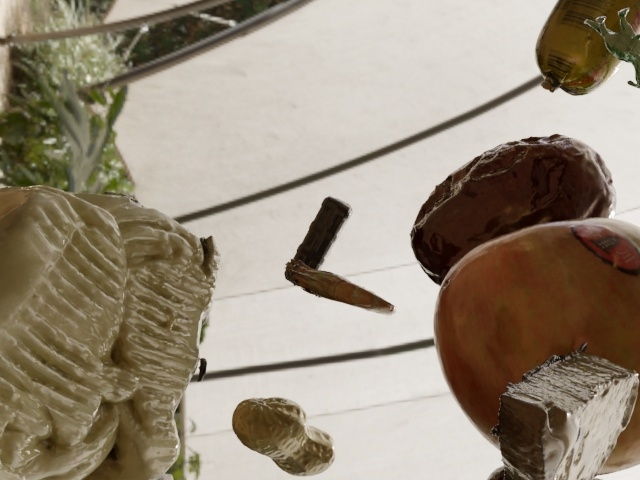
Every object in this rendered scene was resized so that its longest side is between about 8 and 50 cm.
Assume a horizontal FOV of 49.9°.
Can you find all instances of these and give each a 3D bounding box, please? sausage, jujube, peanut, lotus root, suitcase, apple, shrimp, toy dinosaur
[{"bbox_3d":[0.405,-0.347,0.939,0.347,0.123,0.123,-59,-162,1],"label":"sausage"},{"bbox_3d":[0.359,-0.046,1.310,0.377,0.276,0.276,-33,-127,35],"label":"jujube"},{"bbox_3d":[-0.063,0.390,1.378,0.125,0.274,0.111,-49,-142,-4],"label":"peanut"},{"bbox_3d":[0.246,0.197,0.704,0.074,0.261,0.170,23,-68,36],"label":"lotus root"},{"bbox_3d":[0.000,0.000,1.540,0.206,0.066,0.285,-61,178,4],"label":"suitcase"},{"bbox_3d":[0.374,0.159,1.014,0.391,0.392,0.346,122,-41,-64],"label":"apple"},{"bbox_3d":[0.035,0.088,1.265,0.133,0.236,0.053,14,94,-61],"label":"shrimp"},{"bbox_3d":[0.240,-0.152,0.549,0.083,0.021,0.062,-93,158,-74],"label":"toy dinosaur"}]

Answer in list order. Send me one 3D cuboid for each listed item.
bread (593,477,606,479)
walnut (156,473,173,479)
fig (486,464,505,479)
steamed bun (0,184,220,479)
[{"bbox_3d":[0.482,0.501,1.256,0.141,0.148,0.134,107,-22,-76],"label":"bread"},{"bbox_3d":[-0.351,0.526,1.276,0.224,0.224,0.224,179,-90,-75],"label":"walnut"},{"bbox_3d":[0.468,0.592,1.503,0.263,0.224,0.224,68,10,-61],"label":"fig"},{"bbox_3d":[-0.294,0.108,0.744,0.394,0.237,0.346,-39,120,-53],"label":"steamed bun"}]
